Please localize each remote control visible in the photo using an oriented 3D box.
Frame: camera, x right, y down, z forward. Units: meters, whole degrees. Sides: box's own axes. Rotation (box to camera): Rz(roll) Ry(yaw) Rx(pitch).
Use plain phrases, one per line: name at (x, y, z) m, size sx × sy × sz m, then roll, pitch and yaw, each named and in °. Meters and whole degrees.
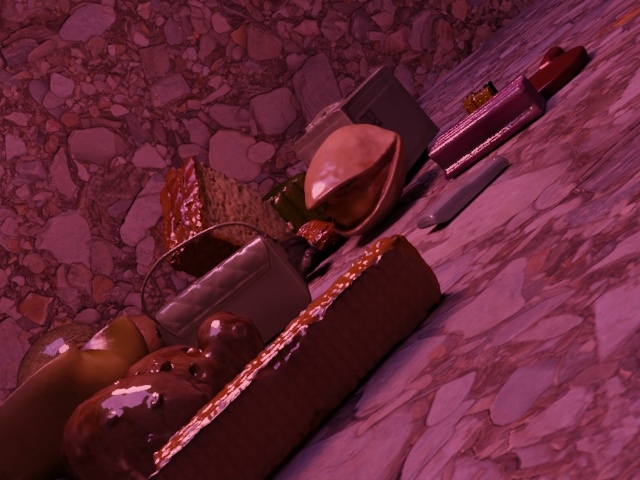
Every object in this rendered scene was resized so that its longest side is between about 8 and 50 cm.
remote control at (0.210, -0.071, 1.374) m, size 0.162 × 0.029 × 0.061 m, roll -42°, pitch 8°, yaw -23°

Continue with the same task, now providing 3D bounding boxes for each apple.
apple at (-0.499, 0.297, 1.734) m, size 0.360 × 0.320 × 0.311 m, roll -42°, pitch 43°, yaw 26°

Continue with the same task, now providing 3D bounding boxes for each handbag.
handbag at (-0.160, 0.087, 1.524) m, size 0.256 × 0.219 × 0.079 m, roll -38°, pitch 9°, yaw 2°

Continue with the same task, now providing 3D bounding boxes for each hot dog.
hot dog at (0.000, -0.003, 1.922) m, size 0.099 × 0.065 × 0.147 m, roll -41°, pitch 18°, yaw -16°

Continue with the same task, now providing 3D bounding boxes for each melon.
melon at (-0.573, 0.321, 2.139) m, size 0.248 × 0.248 × 0.329 m, roll -44°, pitch 5°, yaw -35°

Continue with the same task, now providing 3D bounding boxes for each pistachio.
pistachio at (0.077, -0.120, 1.770) m, size 0.187 × 0.187 × 0.299 m, roll -36°, pitch 16°, yaw 29°

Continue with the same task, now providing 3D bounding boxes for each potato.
potato at (-0.451, 0.256, 2.314) m, size 0.165 × 0.165 × 0.262 m, roll -42°, pitch 18°, yaw -24°

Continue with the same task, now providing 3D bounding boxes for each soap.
soap at (0.291, -0.199, 1.623) m, size 0.203 × 0.065 × 0.122 m, roll -36°, pitch 8°, yaw 25°

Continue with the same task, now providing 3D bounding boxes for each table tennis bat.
table tennis bat at (0.427, -0.314, 1.779) m, size 0.200 × 0.038 × 0.310 m, roll -35°, pitch 8°, yaw 33°

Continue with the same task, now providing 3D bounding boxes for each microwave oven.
microwave oven at (0.103, -0.225, 2.100) m, size 0.181 × 0.237 × 0.295 m, roll -35°, pitch 10°, yaw 36°

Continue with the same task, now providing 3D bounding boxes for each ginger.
ginger at (-0.190, 0.205, 1.160) m, size 0.245 × 0.155 × 0.304 m, roll -38°, pitch 7°, yaw 29°

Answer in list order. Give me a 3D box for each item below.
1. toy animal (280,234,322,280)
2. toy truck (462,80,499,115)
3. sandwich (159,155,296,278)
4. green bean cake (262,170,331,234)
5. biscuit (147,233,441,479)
toy animal at (-0.092, 0.075, 1.788) m, size 0.225 × 0.094 × 0.121 m, roll -47°, pitch -6°, yaw 16°
toy truck at (0.365, -0.318, 2.114) m, size 0.083 × 0.049 × 0.054 m, roll -33°, pitch 10°, yaw 36°
sandwich at (-0.177, -0.005, 1.959) m, size 0.131 × 0.325 × 0.262 m, roll -46°, pitch 37°, yaw 23°
green bean cake at (-0.110, -0.039, 2.377) m, size 0.247 × 0.156 × 0.250 m, roll -44°, pitch 8°, yaw -25°
biscuit at (-0.015, 0.137, 0.941) m, size 0.379 × 0.094 × 0.054 m, roll -43°, pitch 13°, yaw -26°
